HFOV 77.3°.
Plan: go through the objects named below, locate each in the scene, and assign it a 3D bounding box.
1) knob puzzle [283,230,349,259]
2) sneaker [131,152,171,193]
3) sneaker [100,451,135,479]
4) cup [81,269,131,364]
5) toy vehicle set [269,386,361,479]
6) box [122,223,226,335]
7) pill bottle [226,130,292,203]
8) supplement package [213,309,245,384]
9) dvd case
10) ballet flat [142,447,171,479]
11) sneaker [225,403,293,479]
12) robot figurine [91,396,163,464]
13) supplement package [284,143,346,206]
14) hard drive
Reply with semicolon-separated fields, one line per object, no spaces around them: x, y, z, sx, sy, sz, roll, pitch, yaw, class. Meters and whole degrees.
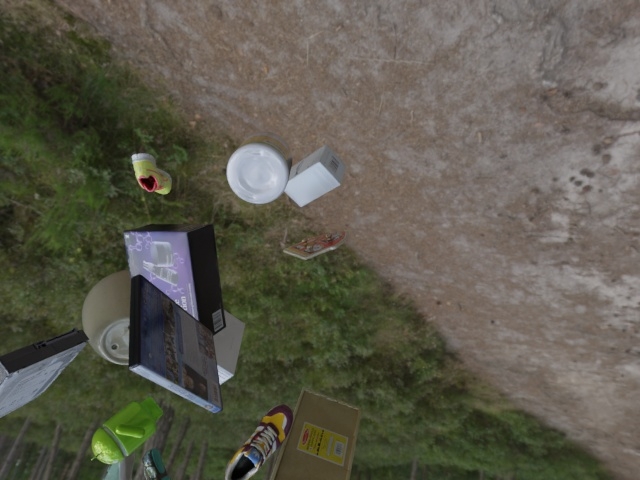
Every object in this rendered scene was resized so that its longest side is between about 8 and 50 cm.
0.000;0.000;1.225;0.213;0.213;0.029;-4;108;41;knob puzzle
-0.536;-0.187;1.270;0.082;0.094;0.208;-13;161;0;sneaker
-0.751;0.823;1.416;0.151;0.255;0.094;-14;135;-6;sneaker
-0.649;0.291;1.377;0.331;0.331;0.237;27;-177;-26;cup
-0.003;0.486;0.948;0.166;0.267;0.035;19;120;5;toy vehicle set
-0.340;0.096;0.941;0.185;0.261;0.103;1;-167;23;box
-0.138;-0.191;0.978;0.137;0.136;0.245;19;-157;-9;pill bottle
-0.430;0.395;1.531;0.145;0.261;0.204;-40;114;22;supplement package
-0.258;0.195;0.731;0.022;0.180;0.253;-26;138;2;dvd case
-0.525;0.773;1.291;0.070;0.188;0.070;-26;153;-15;ballet flat
-0.122;0.430;0.836;0.070;0.185;0.084;39;163;3;sneaker
-0.323;0.317;0.666;0.067;0.115;0.101;49;135;4;robot figurine
-0.023;-0.206;1.290;0.179;0.105;0.105;-26;122;37;supplement package
-0.850;0.397;1.135;0.064;0.339;0.237;49;-162;6;hard drive
